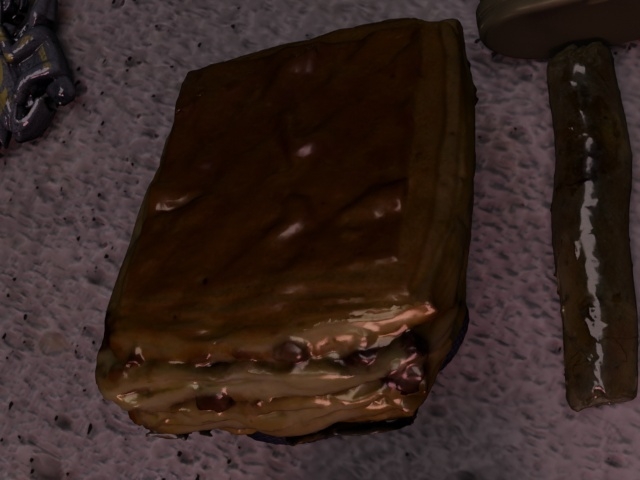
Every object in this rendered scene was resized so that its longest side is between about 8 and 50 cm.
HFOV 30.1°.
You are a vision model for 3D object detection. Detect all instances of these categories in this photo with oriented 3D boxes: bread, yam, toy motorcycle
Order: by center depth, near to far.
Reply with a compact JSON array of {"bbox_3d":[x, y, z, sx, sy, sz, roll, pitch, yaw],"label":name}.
[{"bbox_3d":[0.000,0.000,0.908,0.277,0.167,0.324,-9,52,23],"label":"bread"},{"bbox_3d":[0.234,-0.014,1.023,0.067,0.071,0.317,-15,73,49],"label":"yam"},{"bbox_3d":[-0.300,-0.171,1.196,0.124,0.061,0.193,7,80,13],"label":"toy motorcycle"}]

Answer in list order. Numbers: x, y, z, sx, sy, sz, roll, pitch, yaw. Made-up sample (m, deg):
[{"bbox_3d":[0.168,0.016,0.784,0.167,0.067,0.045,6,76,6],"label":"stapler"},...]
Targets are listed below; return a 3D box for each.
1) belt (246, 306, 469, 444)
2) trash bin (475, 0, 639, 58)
[{"bbox_3d":[0.013,0.088,1.033,0.230,0.126,0.140,-28,46,7],"label":"belt"},{"bbox_3d":[0.247,-0.303,1.036,0.243,0.121,0.247,-11,72,30],"label":"trash bin"}]
